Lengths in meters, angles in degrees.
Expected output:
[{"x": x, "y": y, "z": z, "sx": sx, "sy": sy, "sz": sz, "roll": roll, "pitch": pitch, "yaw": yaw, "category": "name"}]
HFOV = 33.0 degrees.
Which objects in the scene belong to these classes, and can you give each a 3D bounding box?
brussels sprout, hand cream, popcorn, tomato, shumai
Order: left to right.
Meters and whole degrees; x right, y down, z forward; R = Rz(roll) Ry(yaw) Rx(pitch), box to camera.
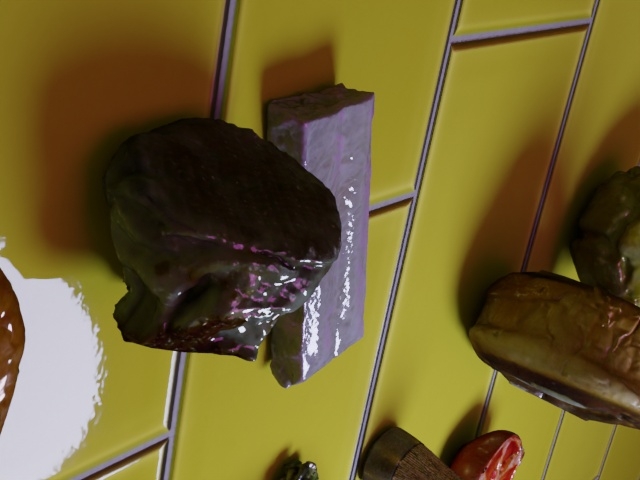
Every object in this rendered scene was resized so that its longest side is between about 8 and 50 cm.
[{"x": -0.079, "y": 0.008, "z": 0.807, "sx": 0.184, "sy": 0.184, "sz": 0.142, "roll": -17, "pitch": 149, "yaw": -50, "category": "shumai"}, {"x": -0.022, "y": 0.273, "z": 1.148, "sx": 0.085, "sy": 0.058, "sz": 0.085, "roll": -15, "pitch": 107, "yaw": -57, "category": "brussels sprout"}, {"x": 0.148, "y": 0.298, "z": 1.273, "sx": 0.084, "sy": 0.203, "sz": 0.084, "roll": -34, "pitch": 136, "yaw": -40, "category": "hand cream"}, {"x": 0.219, "y": 0.326, "z": 1.525, "sx": 0.155, "sy": 0.069, "sz": 0.155, "roll": -39, "pitch": 144, "yaw": -36, "category": "tomato"}, {"x": 0.455, "y": 0.001, "z": 1.545, "sx": 0.204, "sy": 0.183, "sz": 0.221, "roll": 69, "pitch": 39, "yaw": -66, "category": "popcorn"}]

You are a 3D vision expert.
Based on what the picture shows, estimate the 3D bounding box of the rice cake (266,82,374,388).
[{"x": 0.001, "y": -0.002, "z": 0.987, "sx": 0.106, "sy": 0.050, "sz": 0.298, "roll": -33, "pitch": 137, "yaw": -41, "category": "rice cake"}]

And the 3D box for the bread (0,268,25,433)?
[{"x": -0.284, "y": 0.090, "z": 0.547, "sx": 0.268, "sy": 0.145, "sz": 0.268, "roll": -29, "pitch": 131, "yaw": -40, "category": "bread"}]

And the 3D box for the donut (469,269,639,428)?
[{"x": 0.339, "y": 0.140, "z": 1.368, "sx": 0.330, "sy": 0.330, "sz": 0.160, "roll": 34, "pitch": 71, "yaw": -58, "category": "donut"}]
